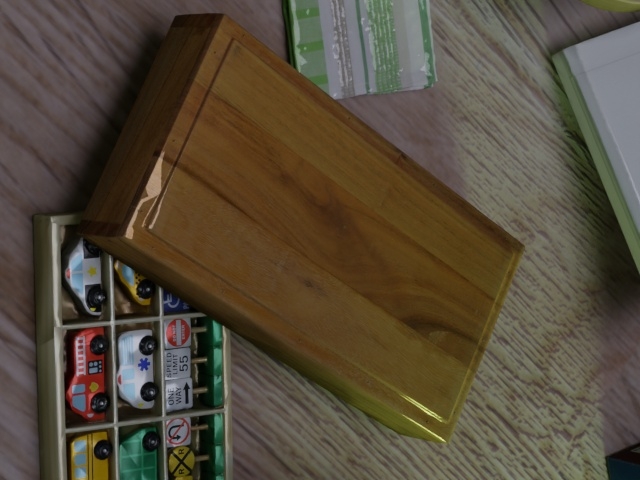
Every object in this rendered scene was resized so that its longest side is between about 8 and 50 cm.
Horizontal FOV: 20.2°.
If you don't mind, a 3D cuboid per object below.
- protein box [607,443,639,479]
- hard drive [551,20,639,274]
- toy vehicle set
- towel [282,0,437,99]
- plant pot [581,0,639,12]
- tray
[{"bbox_3d":[0.417,0.304,1.808,0.136,0.201,0.200,-18,104,-32],"label":"protein box"},{"bbox_3d":[0.372,-0.072,1.770,0.203,0.040,0.307,-21,87,-22],"label":"hard drive"},{"bbox_3d":[-0.154,0.106,1.503,0.166,0.035,0.267,-5,97,-34],"label":"toy vehicle set"},{"bbox_3d":[0.034,-0.185,1.617,0.152,0.023,0.113,-11,98,-31],"label":"towel"},{"bbox_3d":[0.240,-0.316,1.671,0.237,0.110,0.237,8,74,-31],"label":"plant pot"},{"bbox_3d":[0.000,0.000,1.543,0.411,0.076,0.203,35,71,-38],"label":"tray"}]
